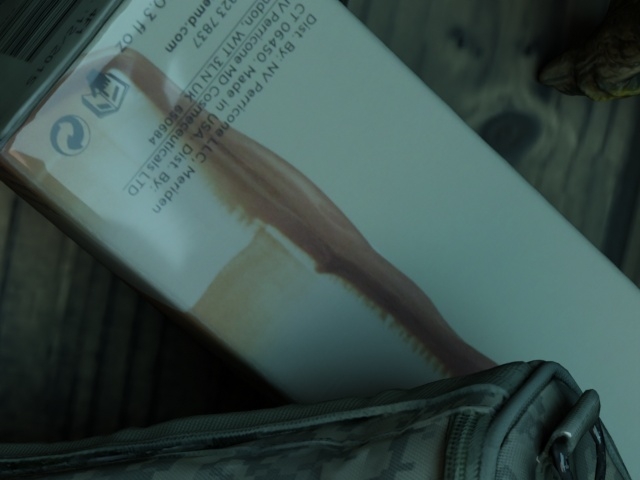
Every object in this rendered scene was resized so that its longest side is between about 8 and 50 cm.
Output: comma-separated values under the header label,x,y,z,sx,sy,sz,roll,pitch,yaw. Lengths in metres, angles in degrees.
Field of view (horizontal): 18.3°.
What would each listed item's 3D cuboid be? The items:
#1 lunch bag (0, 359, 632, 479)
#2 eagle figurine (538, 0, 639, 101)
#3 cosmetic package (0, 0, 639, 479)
label,x,y,z,sx,sy,sz,roll,pitch,yaw
lunch bag,-0.015,0.179,0.710,0.212,0.305,0.256,-30,106,-58
eagle figurine,0.253,-0.038,0.877,0.298,0.226,0.225,22,126,-9
cosmetic package,0.000,0.000,0.801,0.296,0.153,0.129,41,82,-22
